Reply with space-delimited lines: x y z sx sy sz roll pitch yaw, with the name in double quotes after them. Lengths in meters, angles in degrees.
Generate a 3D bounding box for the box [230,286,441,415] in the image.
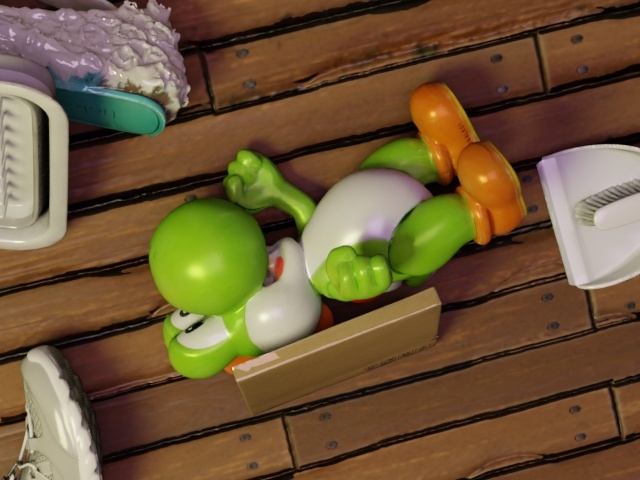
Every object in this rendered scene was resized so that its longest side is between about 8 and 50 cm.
0.018 0.108 1.375 0.201 0.164 0.021 -20 73 -4 "box"

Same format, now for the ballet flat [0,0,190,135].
-0.318 -0.185 1.297 0.408 0.147 0.147 8 100 -13 "ballet flat"

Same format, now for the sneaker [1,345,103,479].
-0.263 0.240 1.382 0.115 0.105 0.281 -8 103 -7 "sneaker"

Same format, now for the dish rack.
-0.382 -0.092 1.244 0.332 0.285 0.072 5 61 -8 "dish rack"

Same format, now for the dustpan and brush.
0.338 -0.044 1.438 0.211 0.060 0.147 -19 103 -4 "dustpan and brush"

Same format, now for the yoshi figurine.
-0.008 -0.012 1.339 0.362 0.203 0.203 -32 88 1 "yoshi figurine"
